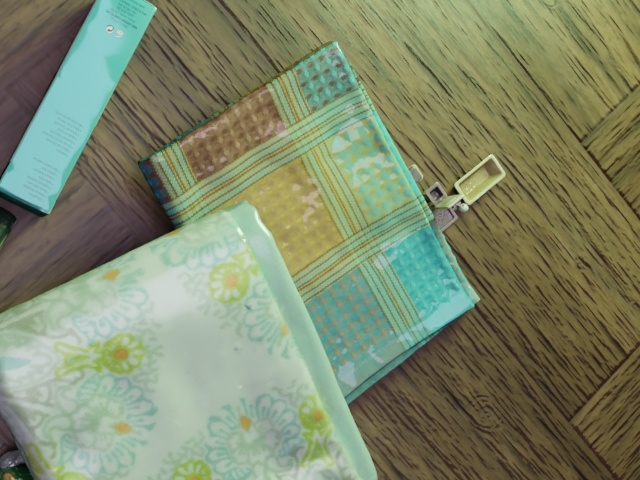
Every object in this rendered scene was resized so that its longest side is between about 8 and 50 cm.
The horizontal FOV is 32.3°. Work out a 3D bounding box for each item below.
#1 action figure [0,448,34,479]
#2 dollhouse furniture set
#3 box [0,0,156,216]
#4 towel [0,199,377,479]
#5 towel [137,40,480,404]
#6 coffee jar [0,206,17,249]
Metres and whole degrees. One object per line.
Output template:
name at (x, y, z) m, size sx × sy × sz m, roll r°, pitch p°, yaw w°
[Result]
action figure at (-0.258, 0.244, 1.179) m, size 0.232 × 0.063 × 0.137 m, roll -15°, pitch 97°, yaw -14°
dollhouse furniture set at (0.170, -0.076, 1.309) m, size 0.114 × 0.081 × 0.091 m, roll -38°, pitch 100°, yaw -15°
box at (-0.259, -0.146, 1.161) m, size 0.060 × 0.100 × 0.244 m, roll 28°, pitch 81°, yaw -16°
towel at (-0.138, 0.189, 1.138) m, size 0.320 × 0.090 × 0.374 m, roll -27°, pitch 103°, yaw -19°
towel at (0.000, 0.000, 1.244) m, size 0.271 × 0.040 × 0.370 m, roll -35°, pitch 109°, yaw -16°
coffee jar at (-0.411, -0.033, 1.121) m, size 0.184 × 0.079 × 0.096 m, roll 35°, pitch 79°, yaw -15°
